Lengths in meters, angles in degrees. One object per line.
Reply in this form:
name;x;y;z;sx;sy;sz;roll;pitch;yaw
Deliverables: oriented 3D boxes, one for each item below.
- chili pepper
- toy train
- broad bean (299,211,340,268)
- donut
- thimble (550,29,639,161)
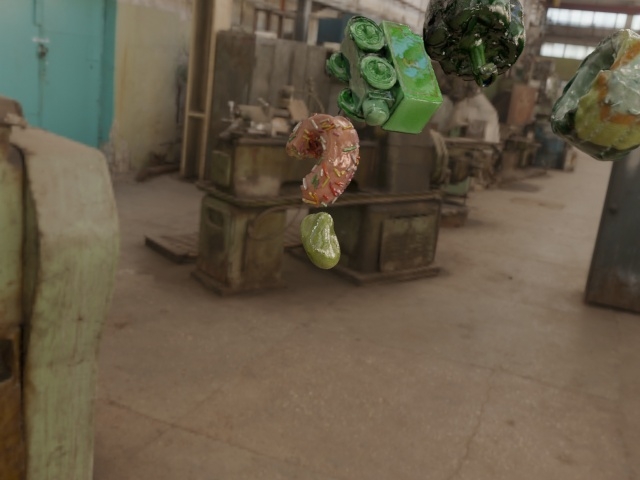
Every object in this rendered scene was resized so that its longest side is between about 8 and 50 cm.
chili pepper;0.256;-0.349;1.168;0.165;0.261;0.174;-2;-32;27
toy train;0.125;-0.326;1.358;0.188;0.132;0.243;3;58;-25
broad bean;0.000;0.000;0.986;0.045;0.083;0.063;-20;-12;36
donut;0.003;-0.207;1.659;0.085;0.199;0.233;17;40;-41
thimble;0.628;-0.305;1.479;0.167;0.254;0.288;30;6;-1
